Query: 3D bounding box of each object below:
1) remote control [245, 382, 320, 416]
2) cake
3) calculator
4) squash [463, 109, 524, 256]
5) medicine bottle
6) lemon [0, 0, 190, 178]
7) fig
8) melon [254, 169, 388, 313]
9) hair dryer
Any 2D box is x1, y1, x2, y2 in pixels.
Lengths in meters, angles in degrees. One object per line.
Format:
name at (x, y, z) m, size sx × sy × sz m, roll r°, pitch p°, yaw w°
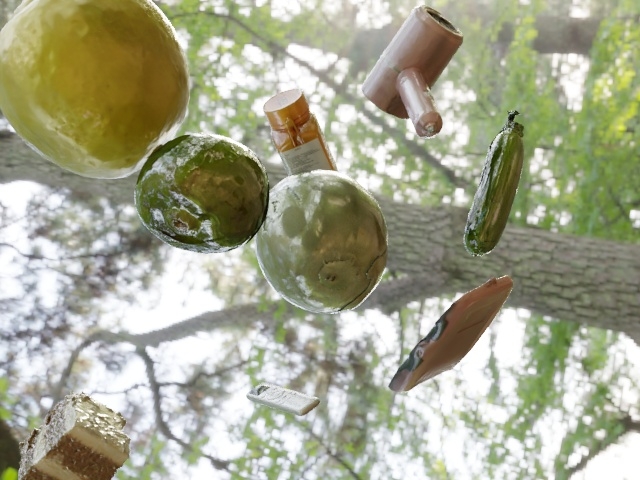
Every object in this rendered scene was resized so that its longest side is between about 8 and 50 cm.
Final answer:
remote control at (-0.098, 0.391, 2.327) m, size 0.067 × 0.261 × 0.029 m, roll -31°, pitch -71°, yaw -30°
cake at (-0.407, 0.343, 1.553) m, size 0.134 × 0.135 × 0.147 m, roll 34°, pitch -79°, yaw -24°
calculator at (0.266, 0.186, 1.856) m, size 0.220 × 0.048 × 0.330 m, roll -16°, pitch -33°, yaw -40°
squash at (0.369, -0.121, 1.942) m, size 0.087 × 0.087 × 0.332 m, roll 43°, pitch -119°, yaw -56°
medicine bottle at (-0.046, -0.228, 2.151) m, size 0.149 × 0.112 × 0.222 m, roll -103°, pitch -10°, yaw -60°
lemon at (-0.383, -0.274, 1.587) m, size 0.348 × 0.347 × 0.348 m, roll -23°, pitch -63°, yaw -57°
fig at (-0.173, -0.087, 1.459) m, size 0.225 × 0.202 × 0.203 m, roll -56°, pitch -38°, yaw -46°
melon at (0.000, 0.000, 1.843) m, size 0.330 × 0.268 × 0.269 m, roll -105°, pitch 2°, yaw -58°
hair dryer at (0.202, -0.305, 1.830) m, size 0.210 × 0.125 × 0.352 m, roll -54°, pitch 23°, yaw 25°
